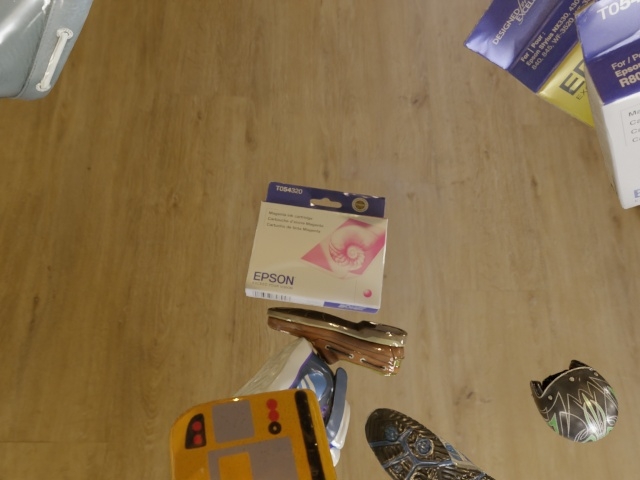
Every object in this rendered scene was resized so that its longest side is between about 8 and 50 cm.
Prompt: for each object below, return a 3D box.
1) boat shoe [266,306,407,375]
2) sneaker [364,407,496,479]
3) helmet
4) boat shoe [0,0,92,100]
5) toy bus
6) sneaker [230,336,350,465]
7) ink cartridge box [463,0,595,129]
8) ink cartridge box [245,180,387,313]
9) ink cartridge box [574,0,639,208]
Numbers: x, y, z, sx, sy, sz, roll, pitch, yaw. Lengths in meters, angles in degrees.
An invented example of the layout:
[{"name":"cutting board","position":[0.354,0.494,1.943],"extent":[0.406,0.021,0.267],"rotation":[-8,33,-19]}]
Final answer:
[{"name":"boat shoe","position":[0.026,0.216,1.061],"extent":[0.308,0.111,0.104],"rotation":[11,94,12]},{"name":"sneaker","position":[0.143,0.298,0.661],"extent":[0.211,0.081,0.080],"rotation":[38,79,-2]},{"name":"helmet","position":[0.546,0.345,1.066],"extent":[0.170,0.161,0.169],"rotation":[0,93,0]},{"name":"boat shoe","position":[-0.188,-0.239,0.361],"extent":[0.116,0.099,0.319],"rotation":[47,107,24]},{"name":"toy bus","position":[-0.065,0.243,0.446],"extent":[0.131,0.332,0.108],"rotation":[-4,56,-19]},{"name":"sneaker","position":[-0.040,0.344,0.916],"extent":[0.130,0.323,0.236],"rotation":[-31,94,26]},{"name":"ink cartridge box","position":[0.371,-0.273,0.544],"extent":[0.308,0.303,0.072],"rotation":[15,36,-28]},{"name":"ink cartridge box","position":[0.000,0.000,1.248],"extent":[0.325,0.071,0.329],"rotation":[7,68,-1]},{"name":"ink cartridge box","position":[0.327,-0.130,0.371],"extent":[0.224,0.224,0.045],"rotation":[-22,51,25]}]
